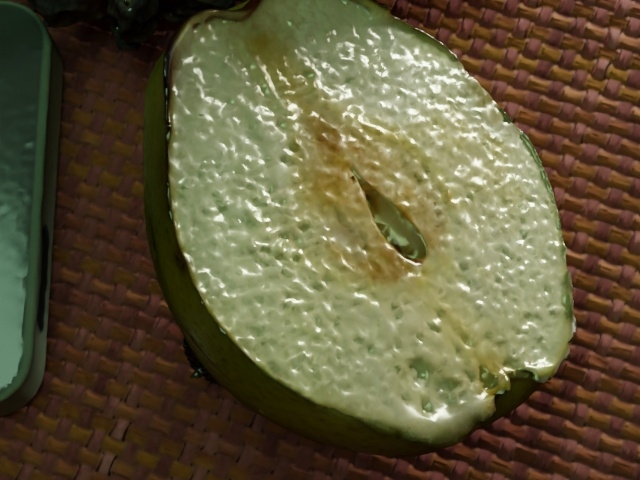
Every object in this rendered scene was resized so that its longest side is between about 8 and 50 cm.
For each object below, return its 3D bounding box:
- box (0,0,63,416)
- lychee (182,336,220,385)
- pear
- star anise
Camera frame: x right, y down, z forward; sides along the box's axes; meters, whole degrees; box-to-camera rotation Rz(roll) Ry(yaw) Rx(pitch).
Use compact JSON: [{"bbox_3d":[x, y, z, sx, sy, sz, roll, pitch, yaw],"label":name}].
[{"bbox_3d":[-0.418,-0.028,1.532,0.373,0.090,0.367,-1,72,5],"label":"box"},{"bbox_3d":[-0.079,0.086,1.472,0.083,0.068,0.067,-35,87,-16],"label":"lychee"},{"bbox_3d":[0.000,0.000,1.398,0.340,0.191,0.386,-28,83,-34],"label":"pear"},{"bbox_3d":[-0.159,-0.249,1.557,0.236,0.109,0.223,18,49,15],"label":"star anise"}]
